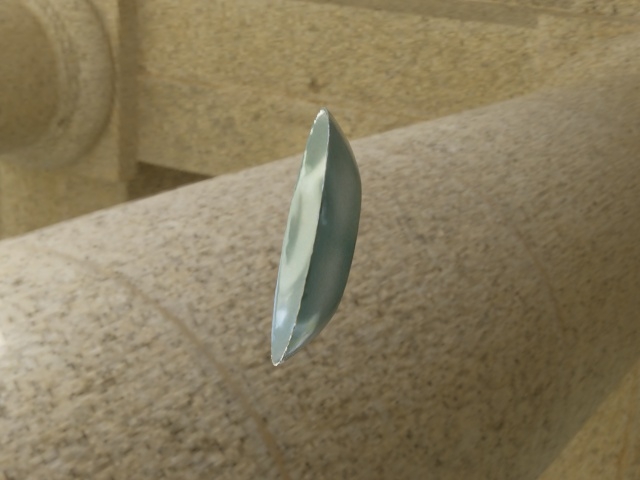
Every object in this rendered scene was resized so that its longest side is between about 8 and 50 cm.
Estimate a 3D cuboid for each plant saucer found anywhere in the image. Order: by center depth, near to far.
[{"bbox_3d":[0.000,0.000,0.890,0.037,0.195,0.195,12,-67,-7],"label":"plant saucer"}]
